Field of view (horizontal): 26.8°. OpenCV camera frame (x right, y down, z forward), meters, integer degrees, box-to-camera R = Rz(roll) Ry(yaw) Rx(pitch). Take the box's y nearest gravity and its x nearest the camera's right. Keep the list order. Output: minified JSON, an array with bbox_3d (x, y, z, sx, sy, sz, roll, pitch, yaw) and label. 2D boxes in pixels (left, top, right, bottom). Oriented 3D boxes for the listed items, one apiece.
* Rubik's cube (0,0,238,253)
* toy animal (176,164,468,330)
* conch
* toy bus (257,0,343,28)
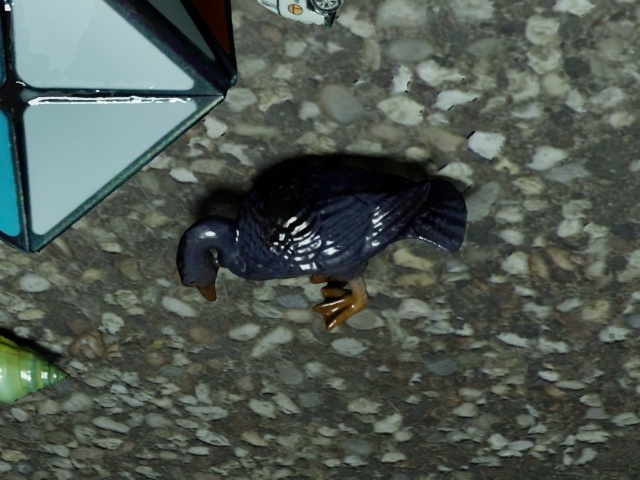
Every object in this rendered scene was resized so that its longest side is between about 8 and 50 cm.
[{"bbox_3d":[-0.233,-0.182,1.070,0.246,0.250,0.248,-37,124,23],"label":"Rubik's cube"},{"bbox_3d":[0.000,0.000,1.390,0.298,0.122,0.185,-19,134,23],"label":"toy animal"},{"bbox_3d":[-0.406,0.151,1.633,0.200,0.080,0.095,15,155,13],"label":"conch"},{"bbox_3d":[-0.016,-0.267,1.110,0.089,0.087,0.194,7,140,6],"label":"toy bus"}]
